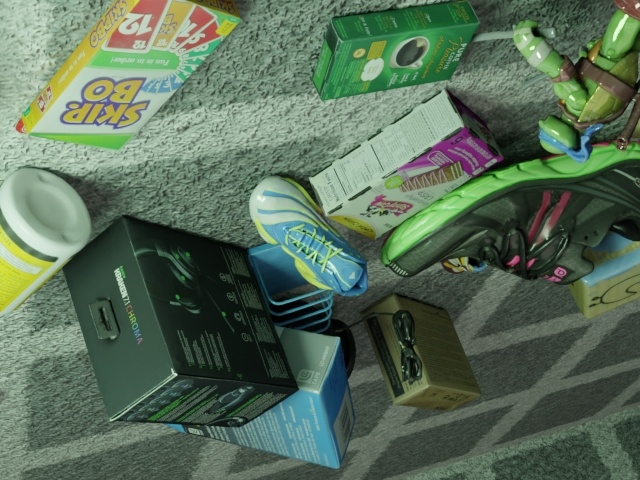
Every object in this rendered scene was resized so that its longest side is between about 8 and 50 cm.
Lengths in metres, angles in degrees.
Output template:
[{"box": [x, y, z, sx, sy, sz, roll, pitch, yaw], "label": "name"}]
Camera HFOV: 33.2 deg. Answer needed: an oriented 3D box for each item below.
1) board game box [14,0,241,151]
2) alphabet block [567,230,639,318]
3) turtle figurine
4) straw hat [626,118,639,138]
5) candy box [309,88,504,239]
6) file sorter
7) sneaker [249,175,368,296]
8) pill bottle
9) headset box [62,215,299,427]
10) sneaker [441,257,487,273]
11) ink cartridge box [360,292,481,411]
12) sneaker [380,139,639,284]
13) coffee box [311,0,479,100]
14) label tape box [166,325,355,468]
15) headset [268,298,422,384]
[{"box": [-0.211, -0.177, 1.148, 0.124, 0.039, 0.259, 8, 144, -46], "label": "board game box"}, {"box": [0.506, -0.005, 1.885, 0.192, 0.193, 0.197, -24, 155, 5], "label": "alphabet block"}, {"box": [0.319, -0.258, 1.310, 0.198, 0.274, 0.266, 28, 114, -31], "label": "turtle figurine"}, {"box": [0.570, -0.186, 1.737, 0.144, 0.061, 0.144, -18, 155, -9], "label": "straw hat"}, {"box": [0.123, -0.101, 1.521, 0.233, 0.071, 0.159, -32, 154, 20], "label": "candy box"}, {"box": [-0.043, 0.078, 1.694, 0.118, 0.104, 0.170, -18, 154, -12], "label": "file sorter"}, {"box": [0.000, 0.000, 1.501, 0.091, 0.126, 0.240, -54, 139, -11], "label": "sneaker"}, {"box": [-0.380, 0.017, 1.283, 0.208, 0.119, 0.119, -38, 151, 28], "label": "pill bottle"}, {"box": [-0.197, 0.120, 1.482, 0.131, 0.246, 0.283, -36, 153, 24], "label": "headset box"}, {"box": [0.253, 0.029, 1.865, 0.069, 0.084, 0.185, -19, 154, -8], "label": "sneaker"}, {"box": [0.195, 0.220, 2.061, 0.088, 0.193, 0.235, -32, 153, 24], "label": "ink cartridge box"}, {"box": [0.327, -0.019, 1.666, 0.483, 0.202, 0.185, -15, 177, -14], "label": "sneaker"}, {"box": [0.088, -0.227, 1.284, 0.184, 0.040, 0.113, -13, 153, -20], "label": "coffee box"}, {"box": [-0.131, 0.233, 1.739, 0.348, 0.115, 0.249, 11, 144, 18], "label": "label tape box"}, {"box": [-0.018, 0.210, 1.876, 0.394, 0.185, 0.243, -19, 157, 19], "label": "headset"}]
